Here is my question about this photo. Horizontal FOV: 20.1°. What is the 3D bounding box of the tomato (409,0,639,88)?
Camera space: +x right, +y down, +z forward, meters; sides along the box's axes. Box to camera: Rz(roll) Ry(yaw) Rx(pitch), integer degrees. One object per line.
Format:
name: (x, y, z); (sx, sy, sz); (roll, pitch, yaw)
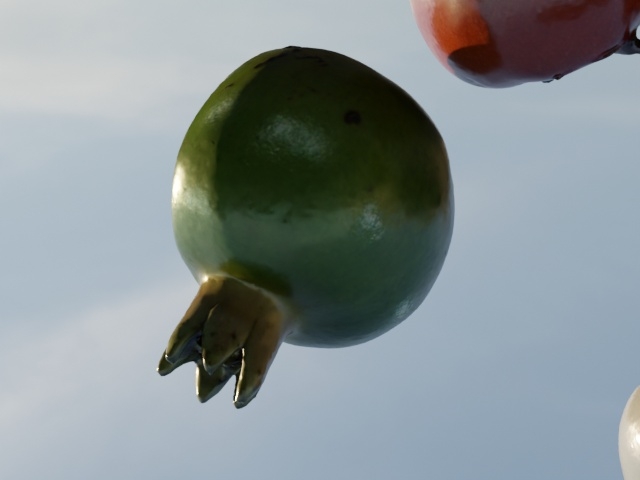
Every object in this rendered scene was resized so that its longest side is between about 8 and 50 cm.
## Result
tomato: (0.204, -0.262, 1.707); (0.256, 0.224, 0.256); (-24, -152, 14)

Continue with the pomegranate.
pomegranate: (0.000, 0.000, 1.673); (0.216, 0.309, 0.358); (12, -119, 24)

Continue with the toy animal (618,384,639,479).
toy animal: (0.316, 0.143, 1.368); (0.179, 0.166, 0.138); (-1, -136, -2)
